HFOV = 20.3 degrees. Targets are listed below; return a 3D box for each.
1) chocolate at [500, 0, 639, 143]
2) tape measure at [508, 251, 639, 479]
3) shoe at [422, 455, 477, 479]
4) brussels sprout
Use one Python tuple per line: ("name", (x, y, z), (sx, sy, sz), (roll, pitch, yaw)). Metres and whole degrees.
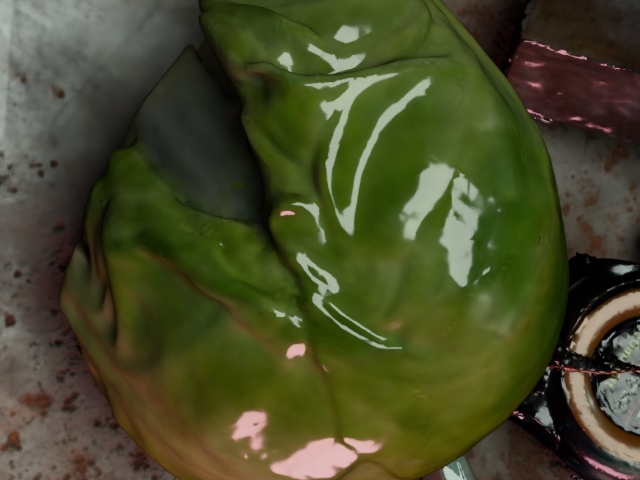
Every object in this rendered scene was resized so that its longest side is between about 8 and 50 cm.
("chocolate", (0.327, -0.147, 1.625), (0.321, 0.112, 0.112), (16, 57, -3))
("tape measure", (0.283, 0.126, 1.631), (0.223, 0.135, 0.202), (31, 80, 2))
("shoe", (0.153, 0.256, 1.617), (0.078, 0.079, 0.195), (-28, 97, -15))
("brussels sprout", (0.018, 0.008, 1.382), (0.361, 0.425, 0.342), (37, 31, 10))
